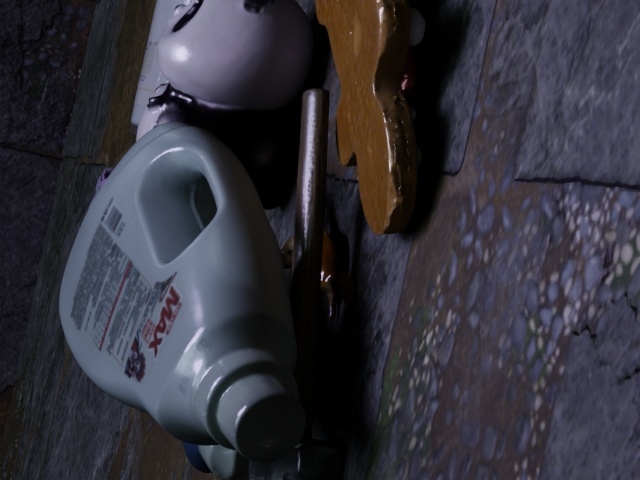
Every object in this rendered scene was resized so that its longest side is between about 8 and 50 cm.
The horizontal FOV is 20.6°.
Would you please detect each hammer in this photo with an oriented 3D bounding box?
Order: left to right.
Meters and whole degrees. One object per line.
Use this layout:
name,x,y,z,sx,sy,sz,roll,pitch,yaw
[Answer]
hammer,-0.013,0.042,1.580,0.111,0.043,0.365,-21,62,62

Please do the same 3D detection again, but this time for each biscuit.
biscuit,0.049,-0.155,1.529,0.216,0.047,0.340,101,161,-53

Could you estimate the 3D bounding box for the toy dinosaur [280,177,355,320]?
toy dinosaur,0.000,0.000,1.644,0.126,0.039,0.162,148,125,-60

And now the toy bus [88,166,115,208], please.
toy bus,-0.216,0.023,2.180,0.317,0.138,0.112,-107,34,-56

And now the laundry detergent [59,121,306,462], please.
laundry detergent,-0.109,0.063,1.586,0.264,0.124,0.398,-65,29,12

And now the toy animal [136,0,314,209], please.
toy animal,-0.098,-0.166,1.866,0.187,0.165,0.235,-72,-4,-77

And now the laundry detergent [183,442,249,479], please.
laundry detergent,-0.127,0.151,1.802,0.290,0.094,0.143,-126,33,-52

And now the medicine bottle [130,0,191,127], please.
medicine bottle,-0.164,-0.281,2.277,0.161,0.111,0.296,-163,83,-72
